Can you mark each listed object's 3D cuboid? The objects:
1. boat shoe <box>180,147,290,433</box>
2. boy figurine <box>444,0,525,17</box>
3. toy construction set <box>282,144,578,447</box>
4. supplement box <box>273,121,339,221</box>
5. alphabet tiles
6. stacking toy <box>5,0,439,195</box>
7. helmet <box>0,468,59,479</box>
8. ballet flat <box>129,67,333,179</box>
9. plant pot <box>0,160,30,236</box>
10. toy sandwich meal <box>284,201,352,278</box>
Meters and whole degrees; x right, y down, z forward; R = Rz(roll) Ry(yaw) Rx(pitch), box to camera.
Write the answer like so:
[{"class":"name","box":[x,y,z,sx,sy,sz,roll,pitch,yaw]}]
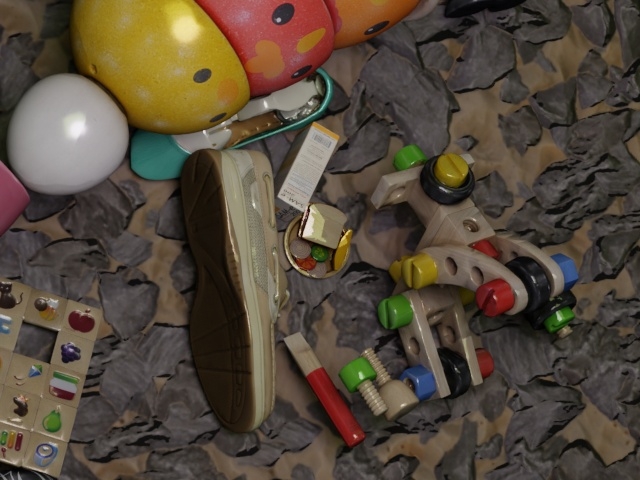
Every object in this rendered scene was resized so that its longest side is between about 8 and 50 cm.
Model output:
[{"class":"boat shoe","box":[-0.077,0.051,1.888,0.098,0.109,0.302,-4,84,-40]},{"class":"boy figurine","box":[0.175,-0.407,2.072,0.177,0.092,0.285,-9,85,-17]},{"class":"toy construction set","box":[0.099,0.044,1.911,0.308,0.257,0.237,-31,72,-11]},{"class":"supplement box","box":[-0.022,-0.075,1.953,0.036,0.062,0.098,30,72,-12]},{"class":"alphabet tiles","box":[-0.355,0.118,1.802,0.237,0.009,0.198,20,57,-13]},{"class":"stacking toy","box":[-0.134,-0.221,1.811,0.350,0.350,0.480,43,75,-6]},{"class":"helmet","box":[-0.291,0.308,1.727,0.169,0.161,0.169,0,90,-22]},{"class":"ballet flat","box":[-0.093,-0.139,1.929,0.247,0.087,0.083,-23,86,-21]},{"class":"plant pot","box":[-0.417,-0.037,1.747,0.201,0.201,0.180,41,77,-6]},{"class":"toy sandwich meal","box":[0.000,0.000,1.962,0.085,0.029,0.086,4,78,-17]}]
